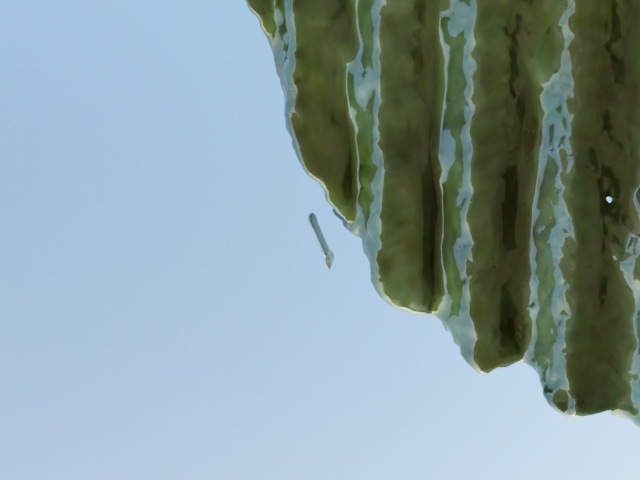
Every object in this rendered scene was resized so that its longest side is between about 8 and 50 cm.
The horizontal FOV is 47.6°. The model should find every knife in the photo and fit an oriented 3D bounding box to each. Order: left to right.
[{"bbox_3d":[0.000,0.000,1.011,0.096,0.010,0.027,67,-147,-35],"label":"knife"}]

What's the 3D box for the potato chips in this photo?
[{"bbox_3d":[0.157,-0.094,0.338,0.390,0.373,0.097,67,-165,-2],"label":"potato chips"}]
